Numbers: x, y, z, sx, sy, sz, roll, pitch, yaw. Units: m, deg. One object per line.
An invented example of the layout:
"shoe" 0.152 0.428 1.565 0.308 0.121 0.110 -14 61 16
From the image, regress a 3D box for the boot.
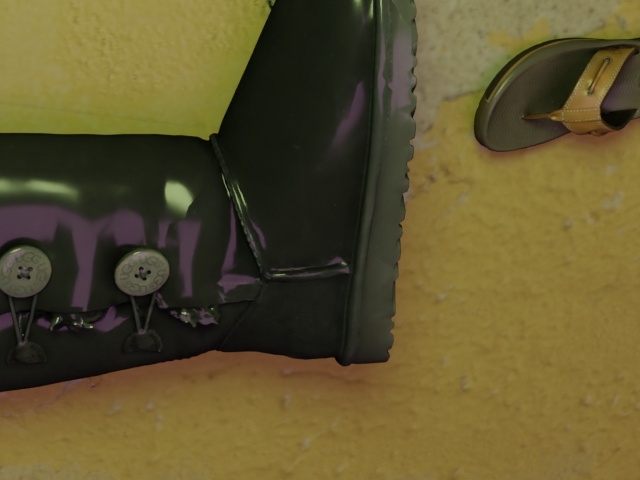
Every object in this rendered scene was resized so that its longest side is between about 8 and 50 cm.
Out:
"boot" -0.164 -0.064 1.121 0.445 0.146 0.367 -1 110 -9

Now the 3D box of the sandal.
"sandal" 0.230 -0.115 1.265 0.219 0.060 0.090 -8 122 -16
